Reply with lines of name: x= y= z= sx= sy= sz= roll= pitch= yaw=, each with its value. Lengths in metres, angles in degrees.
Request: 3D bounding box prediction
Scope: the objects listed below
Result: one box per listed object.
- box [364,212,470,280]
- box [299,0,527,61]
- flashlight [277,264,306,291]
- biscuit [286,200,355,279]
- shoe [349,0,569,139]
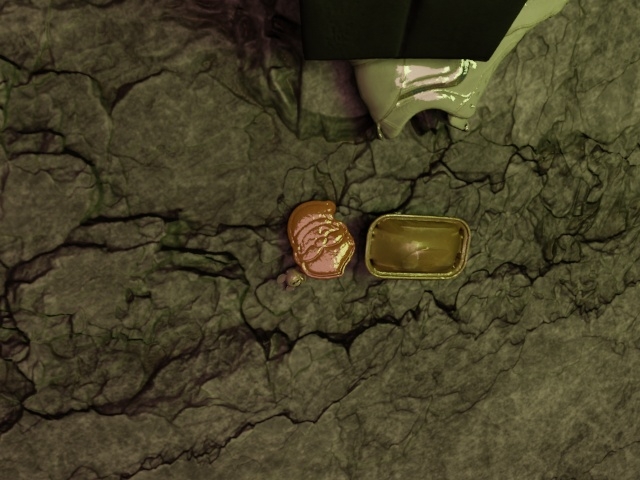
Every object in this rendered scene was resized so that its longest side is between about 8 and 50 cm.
box: x=0.153 y=0.007 z=0.891 sx=0.177 sy=0.111 sz=0.111 roll=1 pitch=105 yaw=-14
box: x=0.093 y=-0.402 z=0.629 sx=0.250 sy=0.204 sz=0.346 roll=0 pitch=85 yaw=1
flashlight: x=-0.019 y=0.042 z=0.895 sx=0.110 sy=0.031 sz=0.052 roll=-41 pitch=140 yaw=-2
biscuit: x=0.000 y=0.000 z=0.875 sx=0.102 sy=0.019 sz=0.131 roll=-22 pitch=91 yaw=-7
shoe: x=0.206 y=-0.269 z=0.816 sx=0.341 sy=0.132 sz=0.211 roll=-18 pitch=111 yaw=-3
